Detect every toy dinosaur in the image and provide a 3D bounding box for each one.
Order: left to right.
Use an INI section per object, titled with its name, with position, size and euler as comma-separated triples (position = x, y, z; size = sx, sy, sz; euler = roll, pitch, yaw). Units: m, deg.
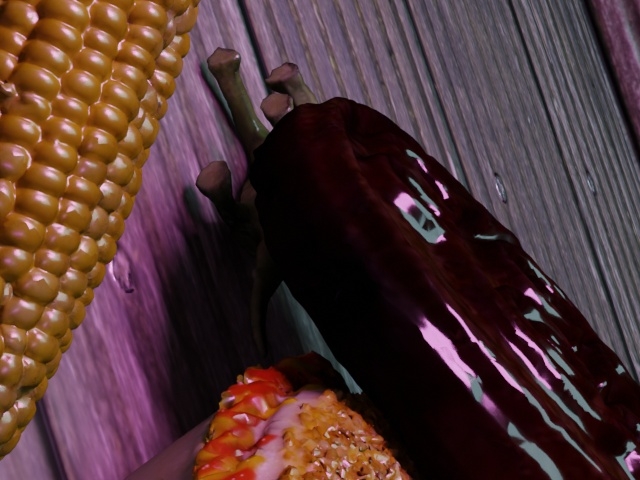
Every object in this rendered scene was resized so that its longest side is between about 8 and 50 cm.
[toy dinosaur]
position = 0.000, 0.000, 1.453
size = 0.447, 0.087, 0.301
euler = -84, 156, -46

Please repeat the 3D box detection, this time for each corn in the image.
[corn]
position = -0.146, -0.033, 0.868
size = 0.130, 0.130, 0.347
euler = 34, 72, -59

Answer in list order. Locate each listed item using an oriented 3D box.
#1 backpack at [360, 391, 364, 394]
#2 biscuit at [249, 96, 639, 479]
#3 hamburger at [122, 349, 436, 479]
[backpack]
position = 0.109, 0.209, 1.459
size = 0.229, 0.139, 0.229
euler = -7, 90, -85
[biscuit]
position = 0.114, 0.066, 1.228
size = 0.407, 0.091, 0.407
euler = 45, 14, -15
[hamburger]
position = -0.001, 0.218, 1.078
size = 0.294, 0.179, 0.276
euler = 68, 19, -7
